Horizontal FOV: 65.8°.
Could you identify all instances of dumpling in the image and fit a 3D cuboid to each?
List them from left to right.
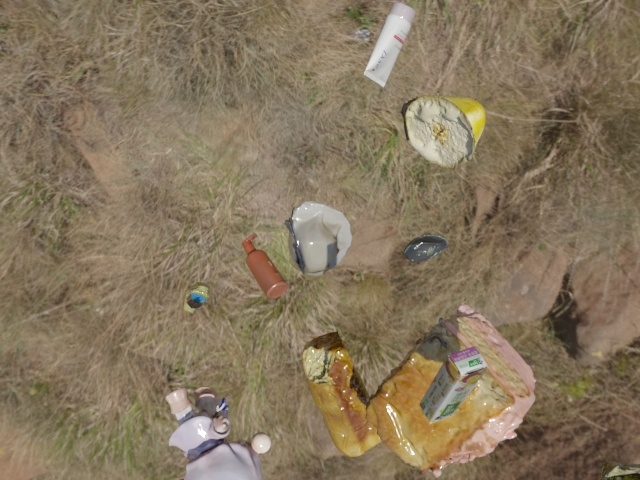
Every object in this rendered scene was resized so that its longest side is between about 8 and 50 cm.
[{"bbox_3d":[-0.008,0.009,1.647,0.205,0.163,0.292,1,122,12],"label":"dumpling"}]

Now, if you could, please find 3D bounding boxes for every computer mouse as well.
[{"bbox_3d":[0.382,0.024,1.827,0.192,0.062,0.105,-8,136,-25],"label":"computer mouse"}]

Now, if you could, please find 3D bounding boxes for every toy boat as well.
[{"bbox_3d":[-0.379,0.176,1.511,0.065,0.066,0.172,24,144,-17],"label":"toy boat"}]

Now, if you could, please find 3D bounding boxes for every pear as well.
[{"bbox_3d":[0.394,-0.352,1.488,0.178,0.267,0.267,-37,119,-27],"label":"pear"}]

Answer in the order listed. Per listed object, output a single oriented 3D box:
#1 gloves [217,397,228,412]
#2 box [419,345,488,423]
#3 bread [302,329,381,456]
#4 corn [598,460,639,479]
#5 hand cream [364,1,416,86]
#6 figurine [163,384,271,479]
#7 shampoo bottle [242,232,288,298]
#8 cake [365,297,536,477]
[{"bbox_3d":[-0.302,0.492,1.448,0.064,0.026,0.086,-14,133,-18],"label":"gloves"},{"bbox_3d":[0.212,0.240,0.804,0.050,0.041,0.207,-15,144,-16],"label":"box"},{"bbox_3d":[0.054,0.441,1.424,0.149,0.195,0.344,-25,102,-6],"label":"bread"},{"bbox_3d":[0.412,0.285,0.465,0.123,0.305,0.122,6,79,-33],"label":"corn"},{"bbox_3d":[0.221,-0.636,1.608,0.133,0.083,0.247,3,112,-52],"label":"hand cream"},{"bbox_3d":[-0.192,0.388,0.890,0.200,0.276,0.133,-30,151,-6],"label":"figurine"},{"bbox_3d":[-0.200,0.086,1.684,0.085,0.244,0.085,-25,147,-17],"label":"shampoo bottle"},{"bbox_3d":[0.321,0.368,1.211,0.293,0.307,0.314,48,117,16],"label":"cake"}]
